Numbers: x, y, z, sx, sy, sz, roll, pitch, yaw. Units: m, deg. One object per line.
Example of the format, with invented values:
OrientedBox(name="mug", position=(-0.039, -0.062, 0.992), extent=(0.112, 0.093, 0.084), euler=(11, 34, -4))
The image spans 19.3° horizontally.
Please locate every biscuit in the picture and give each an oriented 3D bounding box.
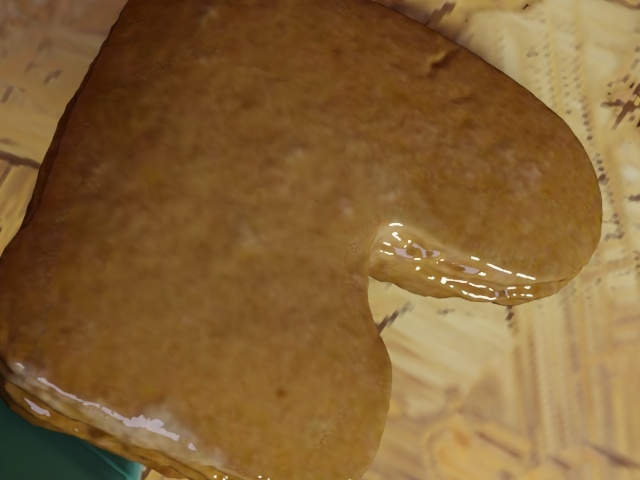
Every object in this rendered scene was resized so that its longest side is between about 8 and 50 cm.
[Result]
OrientedBox(name="biscuit", position=(0.000, 0.000, 0.616), extent=(0.186, 0.036, 0.192), euler=(26, 58, -10))

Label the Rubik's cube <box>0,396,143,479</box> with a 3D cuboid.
OrientedBox(name="Rubik's cube", position=(-0.209, 0.102, 0.581), extent=(0.225, 0.231, 0.221), euler=(37, 95, -6))
